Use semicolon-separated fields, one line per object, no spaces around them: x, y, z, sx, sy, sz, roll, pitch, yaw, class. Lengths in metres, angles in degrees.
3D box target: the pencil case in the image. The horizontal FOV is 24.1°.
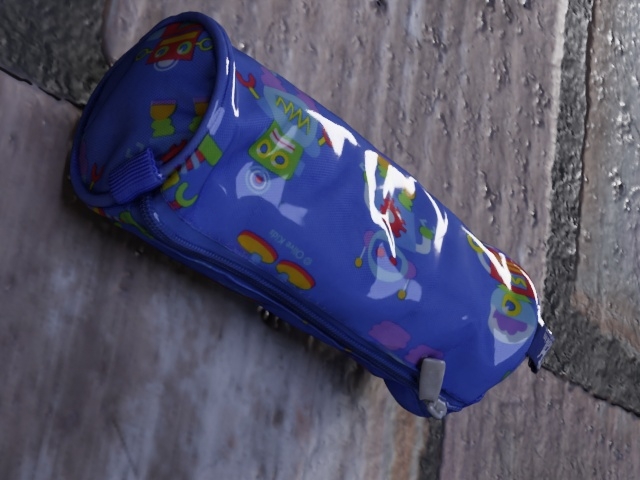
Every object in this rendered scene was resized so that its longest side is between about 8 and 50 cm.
0.000;0.000;0.873;0.306;0.119;0.133;36;40;-33;pencil case
